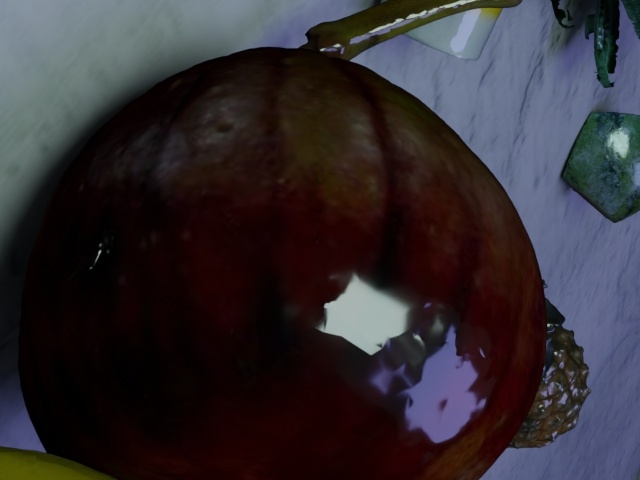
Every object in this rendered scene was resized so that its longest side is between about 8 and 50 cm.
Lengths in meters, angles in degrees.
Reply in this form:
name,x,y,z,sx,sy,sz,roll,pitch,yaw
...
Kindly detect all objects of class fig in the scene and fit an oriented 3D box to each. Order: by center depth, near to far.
name,x,y,z,sx,sy,sz,roll,pitch,yaw
fig,-0.021,-0.008,0.539,0.186,0.249,0.204,20,145,-36

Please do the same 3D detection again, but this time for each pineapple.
name,x,y,z,sx,sy,sz,roll,pitch,yaw
pineapple,0.125,0.077,1.001,0.237,0.111,0.119,51,39,-57

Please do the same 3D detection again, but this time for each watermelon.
name,x,y,z,sx,sy,sz,roll,pitch,yaw
watermelon,0.231,-0.067,1.111,0.084,0.072,0.092,-42,115,-12

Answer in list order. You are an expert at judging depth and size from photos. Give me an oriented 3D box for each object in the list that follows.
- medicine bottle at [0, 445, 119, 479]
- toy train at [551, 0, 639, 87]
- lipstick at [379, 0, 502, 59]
name,x,y,z,sx,sy,sz,roll,pitch,yaw
medicine bottle,-0.157,0.270,0.472,0.224,0.224,0.384,-27,149,-52
toy train,0.209,-0.201,0.844,0.307,0.126,0.189,26,62,-67
lipstick,0.102,-0.215,0.643,0.059,0.059,0.264,-10,127,-61
